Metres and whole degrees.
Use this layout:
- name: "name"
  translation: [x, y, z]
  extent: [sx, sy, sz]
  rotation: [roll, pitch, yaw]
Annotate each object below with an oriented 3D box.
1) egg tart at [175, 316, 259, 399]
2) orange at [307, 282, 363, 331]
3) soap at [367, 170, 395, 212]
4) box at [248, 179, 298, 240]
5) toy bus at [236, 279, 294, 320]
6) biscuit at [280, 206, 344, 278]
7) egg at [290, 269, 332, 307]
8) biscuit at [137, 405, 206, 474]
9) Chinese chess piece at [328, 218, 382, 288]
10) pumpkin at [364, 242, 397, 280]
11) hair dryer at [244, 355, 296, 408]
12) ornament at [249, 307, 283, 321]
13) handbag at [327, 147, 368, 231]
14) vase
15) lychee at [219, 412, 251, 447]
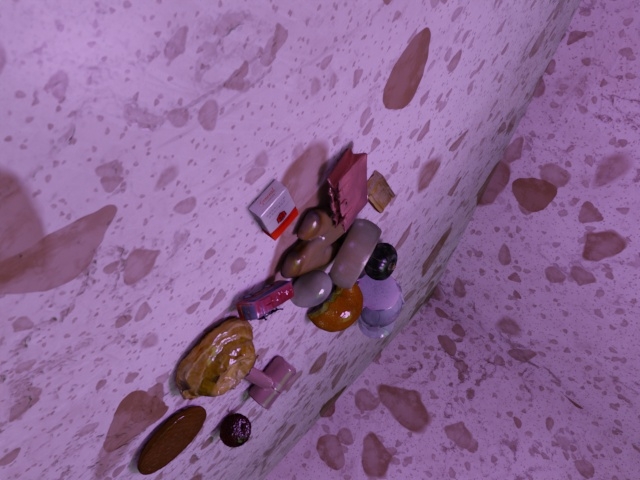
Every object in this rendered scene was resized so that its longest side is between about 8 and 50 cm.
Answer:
- name: "egg tart"
  translation: [-0.286, 0.359, 1.492]
  extent: [0.290, 0.115, 0.290]
  rotation: [-42, 154, -25]
- name: "orange"
  translation: [0.076, 0.270, 2.045]
  extent: [0.237, 0.158, 0.179]
  rotation: [-44, 173, -27]
- name: "soap"
  translation: [0.207, -0.165, 1.824]
  extent: [0.092, 0.037, 0.252]
  rotation: [-53, 159, 2]
- name: "box"
  translation: [-0.113, -0.073, 1.288]
  extent: [0.100, 0.048, 0.152]
  rotation: [-47, 160, -11]
- name: "toy bus"
  translation: [-0.157, 0.171, 1.496]
  extent: [0.192, 0.077, 0.065]
  rotation: [-28, 106, -52]
- name: "biscuit"
  translation: [0.000, 0.000, 1.611]
  extent: [0.290, 0.062, 0.237]
  rotation: [-16, 136, -60]
- name: "egg"
  translation: [-0.032, 0.162, 1.712]
  extent: [0.152, 0.114, 0.114]
  rotation: [-29, 154, -10]
- name: "biscuit"
  translation: [-0.464, 0.620, 1.615]
  extent: [0.262, 0.037, 0.262]
  rotation: [-44, 157, -25]
- name: "Chinese chess piece"
  translation: [0.116, 0.045, 1.772]
  extent: [0.251, 0.101, 0.250]
  rotation: [-62, 177, -6]
- name: "pumpkin"
  translation: [0.259, 0.090, 2.189]
  extent: [0.167, 0.125, 0.167]
  rotation: [-13, 115, -29]
- name: "hair dryer"
  translation: [-0.213, 0.494, 1.885]
  extent: [0.189, 0.106, 0.344]
  rotation: [-50, 152, -11]
- name: "ornament"
  translation: [-0.172, 0.221, 1.550]
  extent: [0.073, 0.028, 0.125]
  rotation: [-29, -174, -37]
- name: "handbag"
  translation: [0.082, -0.143, 1.489]
  extent: [0.157, 0.059, 0.213]
  rotation: [-54, 153, -30]
- name: "vase"
  translation: [0.266, 0.315, 2.408]
  extent: [0.250, 0.249, 0.445]
  rotation: [-47, 158, -17]
- name: "lychee"
  translation: [-0.327, 0.724, 1.955]
  extent: [0.129, 0.123, 0.123]
  rotation: [-29, 163, 13]
